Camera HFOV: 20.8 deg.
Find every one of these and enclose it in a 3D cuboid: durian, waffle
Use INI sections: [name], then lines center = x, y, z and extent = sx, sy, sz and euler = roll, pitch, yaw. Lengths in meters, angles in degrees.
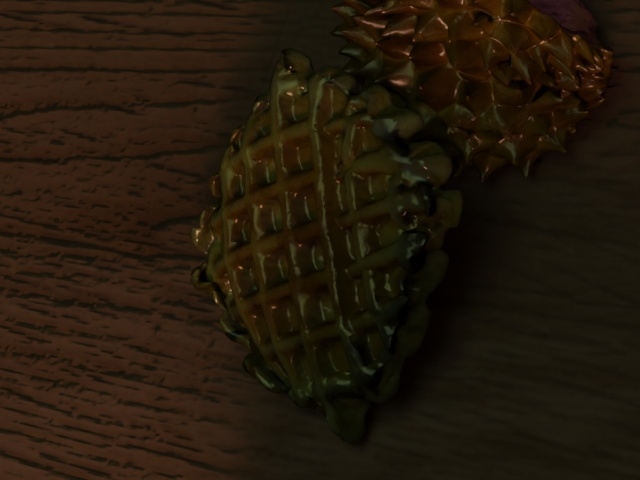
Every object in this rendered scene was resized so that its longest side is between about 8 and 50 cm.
[durian]
center = 0.073, -0.152, 1.145
extent = 0.260, 0.154, 0.186
euler = 50, 124, 46
[waffle]
center = 0.000, 0.000, 1.120
extent = 0.208, 0.054, 0.214
euler = 43, 117, 39
